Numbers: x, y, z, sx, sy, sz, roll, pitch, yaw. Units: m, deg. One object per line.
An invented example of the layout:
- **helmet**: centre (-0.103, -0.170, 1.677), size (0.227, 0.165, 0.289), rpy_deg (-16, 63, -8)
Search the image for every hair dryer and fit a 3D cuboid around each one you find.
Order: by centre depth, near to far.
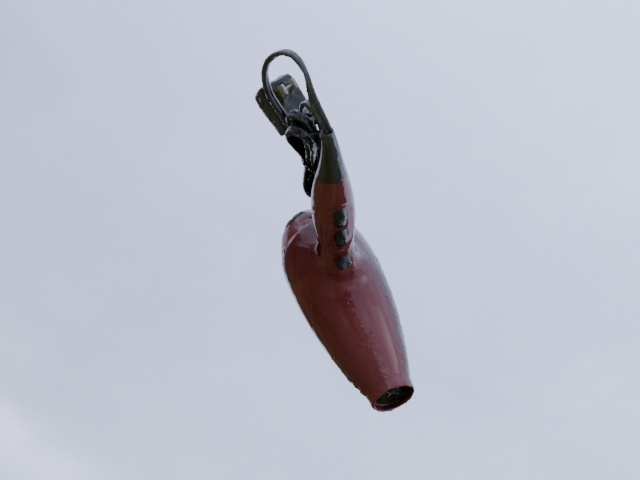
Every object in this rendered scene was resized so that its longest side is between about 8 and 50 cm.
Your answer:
- **hair dryer**: centre (0.000, 0.000, 0.991), size (0.223, 0.080, 0.294), rpy_deg (-120, -173, -85)
